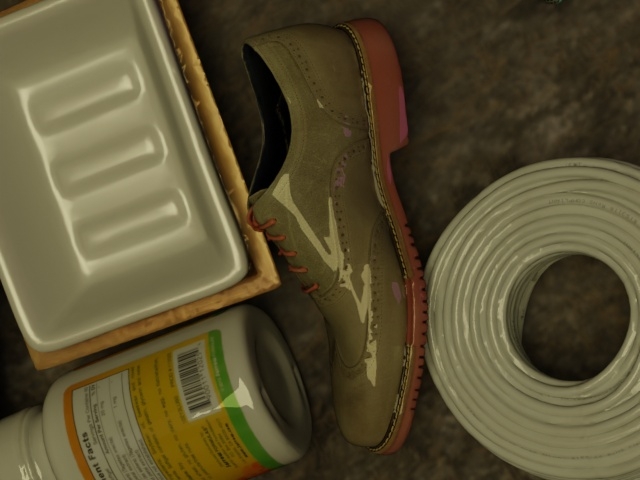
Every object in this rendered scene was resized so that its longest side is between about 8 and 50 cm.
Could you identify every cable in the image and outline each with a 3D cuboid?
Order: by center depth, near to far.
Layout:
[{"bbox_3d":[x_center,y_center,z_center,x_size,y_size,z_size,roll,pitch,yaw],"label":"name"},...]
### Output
[{"bbox_3d":[0.199,0.063,1.142,0.257,0.089,0.257,-27,76,23],"label":"cable"}]

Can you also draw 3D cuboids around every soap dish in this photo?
[{"bbox_3d":[-0.177,-0.064,1.229,0.229,0.118,0.290,-20,90,14],"label":"soap dish"}]

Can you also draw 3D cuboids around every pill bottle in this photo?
[{"bbox_3d":[-0.144,0.155,1.231,0.246,0.136,0.136,-22,90,14],"label":"pill bottle"}]

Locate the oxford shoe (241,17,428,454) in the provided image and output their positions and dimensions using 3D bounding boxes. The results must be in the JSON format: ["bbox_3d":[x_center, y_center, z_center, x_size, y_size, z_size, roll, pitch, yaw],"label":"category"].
[{"bbox_3d":[0.000,0.000,1.171,0.130,0.123,0.348,-5,84,-23],"label":"oxford shoe"}]

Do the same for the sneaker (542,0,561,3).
[{"bbox_3d":[0.217,-0.250,1.158,0.166,0.065,0.076,-36,103,17],"label":"sneaker"}]
